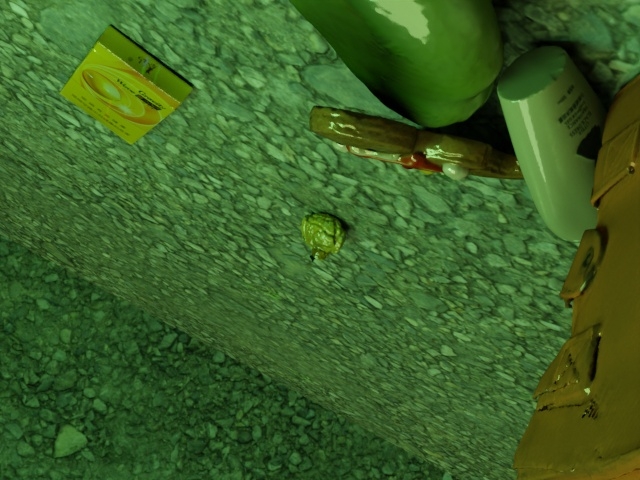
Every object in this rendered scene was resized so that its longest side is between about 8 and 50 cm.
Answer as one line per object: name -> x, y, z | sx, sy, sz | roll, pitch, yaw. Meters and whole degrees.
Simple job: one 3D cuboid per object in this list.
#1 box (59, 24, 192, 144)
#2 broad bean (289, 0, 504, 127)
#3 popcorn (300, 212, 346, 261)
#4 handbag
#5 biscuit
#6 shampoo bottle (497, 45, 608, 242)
box -> -0.311, -0.234, 1.469 | 0.152, 0.043, 0.269 | 35, 159, -17
broad bean -> 0.073, -0.219, 0.901 | 0.238, 0.119, 0.291 | 29, 167, 50
popcorn -> 0.000, 0.000, 1.579 | 0.084, 0.084, 0.084 | 24, 159, 10
handbag -> 0.300, 0.010, 0.761 | 0.116, 0.410, 0.303 | 23, 159, -8
biscuit -> 0.101, -0.103, 1.051 | 0.205, 0.049, 0.324 | 16, -176, 32
shampoo bottle -> 0.267, -0.081, 0.987 | 0.078, 0.127, 0.257 | 21, 156, 48
